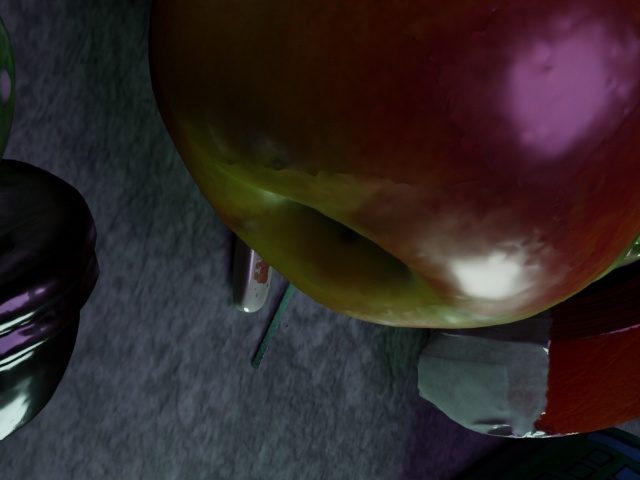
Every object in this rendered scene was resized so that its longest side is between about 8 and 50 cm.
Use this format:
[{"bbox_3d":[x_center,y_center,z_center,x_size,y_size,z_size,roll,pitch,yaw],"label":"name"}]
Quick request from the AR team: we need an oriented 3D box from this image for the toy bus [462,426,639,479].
[{"bbox_3d":[0.231,0.320,1.719,0.343,0.199,0.183,-24,123,-48],"label":"toy bus"}]

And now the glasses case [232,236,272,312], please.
[{"bbox_3d":[-0.051,0.014,1.330,0.032,0.021,0.083,-12,112,-53],"label":"glasses case"}]

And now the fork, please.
[{"bbox_3d":[0.002,0.000,1.406,0.039,0.021,0.235,41,68,-51],"label":"fork"}]

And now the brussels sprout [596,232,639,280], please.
[{"bbox_3d":[0.211,-0.105,1.464,0.328,0.247,0.328,-19,133,-21],"label":"brussels sprout"}]

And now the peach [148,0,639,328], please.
[{"bbox_3d":[0.085,-0.135,1.168,0.388,0.388,0.388,-27,124,-49],"label":"peach"}]

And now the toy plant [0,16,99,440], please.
[{"bbox_3d":[-0.212,-0.015,0.943,0.218,0.175,0.235,-96,-178,-58],"label":"toy plant"}]

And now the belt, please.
[{"bbox_3d":[0.228,0.064,1.576,0.324,0.227,0.115,-25,126,-33],"label":"belt"}]
